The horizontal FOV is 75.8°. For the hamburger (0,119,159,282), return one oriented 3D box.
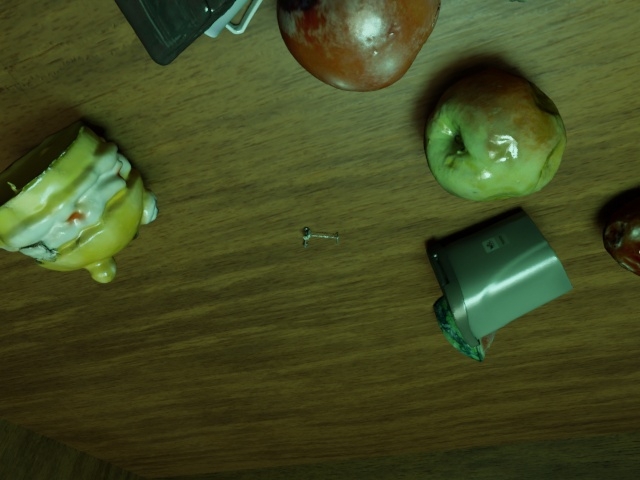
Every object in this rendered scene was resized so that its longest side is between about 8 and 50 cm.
[{"bbox_3d":[-0.447,-0.058,0.761,0.276,0.276,0.237,-20,131,20],"label":"hamburger"}]

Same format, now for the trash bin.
[{"bbox_3d":[0.398,0.081,0.937,0.250,0.220,0.219,-31,130,20],"label":"trash bin"}]

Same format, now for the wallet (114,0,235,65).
[{"bbox_3d":[-0.217,-0.370,0.520,0.181,0.049,0.229,-25,104,29],"label":"wallet"}]

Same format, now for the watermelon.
[{"bbox_3d":[0.436,0.214,1.115,0.202,0.207,0.136,-17,163,-5],"label":"watermelon"}]

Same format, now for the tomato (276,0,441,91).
[{"bbox_3d":[0.042,-0.303,0.527,0.184,0.208,0.208,9,138,-32],"label":"tomato"}]

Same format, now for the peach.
[{"bbox_3d":[0.296,-0.163,0.696,0.235,0.214,0.214,4,139,-30],"label":"peach"}]

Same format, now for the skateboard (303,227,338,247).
[{"bbox_3d":[0.000,0.000,0.981,0.083,0.032,0.064,4,146,-1],"label":"skateboard"}]

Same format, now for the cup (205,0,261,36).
[{"bbox_3d":[-0.132,-0.350,0.592,0.116,0.074,0.104,-31,152,23],"label":"cup"}]

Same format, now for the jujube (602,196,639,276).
[{"bbox_3d":[0.748,0.001,0.853,0.290,0.197,0.197,7,136,-5],"label":"jujube"}]
